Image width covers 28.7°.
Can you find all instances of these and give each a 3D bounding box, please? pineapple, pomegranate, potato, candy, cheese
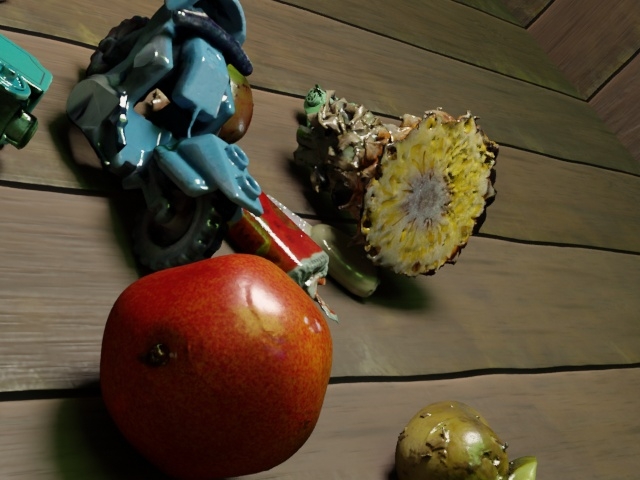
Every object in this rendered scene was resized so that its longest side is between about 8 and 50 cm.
[{"bbox_3d":[0.075,-0.109,1.760,0.262,0.263,0.271,15,12,-44],"label":"pineapple"},{"bbox_3d":[-0.088,0.118,1.188,0.221,0.221,0.256,49,21,13],"label":"pomegranate"},{"bbox_3d":[0.151,0.254,1.433,0.137,0.137,0.176,44,4,3],"label":"potato"},{"bbox_3d":[0.222,0.320,1.469,0.054,0.119,0.198,10,28,8],"label":"potato"},{"bbox_3d":[-0.151,-0.180,1.682,0.130,0.130,0.130,33,27,-20],"label":"pomegranate"},{"bbox_3d":[-0.068,-0.007,1.586,0.292,0.059,0.086,46,27,8],"label":"candy"},{"bbox_3d":[0.000,0.000,1.696,0.192,0.037,0.097,37,25,-13],"label":"cheese"}]

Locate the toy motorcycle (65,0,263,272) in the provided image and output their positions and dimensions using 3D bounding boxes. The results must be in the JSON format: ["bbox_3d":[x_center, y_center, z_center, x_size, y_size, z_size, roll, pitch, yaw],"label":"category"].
[{"bbox_3d":[-0.165,-0.156,1.475,0.172,0.232,0.416,34,25,-44],"label":"toy motorcycle"}]

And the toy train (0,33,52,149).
[{"bbox_3d":[-0.388,-0.181,1.350,0.198,0.107,0.154,35,19,-16],"label":"toy train"}]

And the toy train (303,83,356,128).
[{"bbox_3d":[0.021,-0.171,1.953,0.099,0.081,0.149,18,29,-41],"label":"toy train"}]
